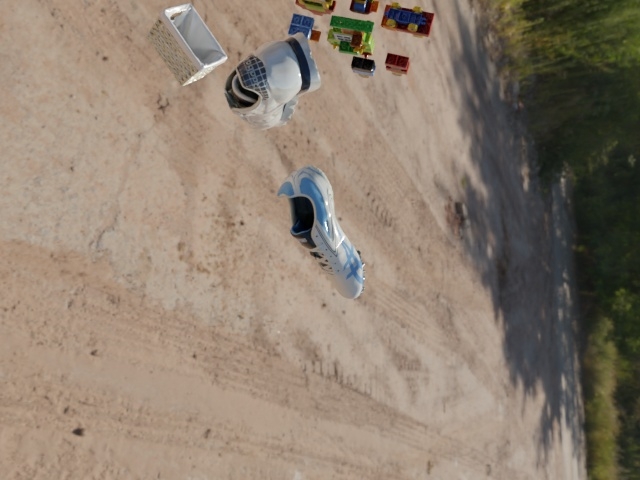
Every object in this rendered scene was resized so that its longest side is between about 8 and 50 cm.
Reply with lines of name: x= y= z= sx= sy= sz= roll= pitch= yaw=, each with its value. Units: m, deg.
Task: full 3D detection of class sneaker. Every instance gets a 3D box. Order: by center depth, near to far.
sneaker: x=-0.082 y=-0.190 z=0.714 sx=0.095 sy=0.235 sz=0.090 roll=-27 pitch=92 yaw=-18
sneaker: x=0.000 y=0.000 z=0.869 sx=0.086 sy=0.085 sz=0.237 roll=-39 pitch=120 yaw=-27

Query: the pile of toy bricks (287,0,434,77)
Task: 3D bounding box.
pile of toy bricks: x=0.055 y=-0.303 z=0.841 sx=0.105 sy=0.212 sz=0.118 roll=2 pitch=104 yaw=-79

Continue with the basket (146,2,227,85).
basket: x=-0.341 y=-0.492 z=1.425 sx=0.167 sy=0.103 sz=0.113 roll=55 pitch=40 yaw=-10
